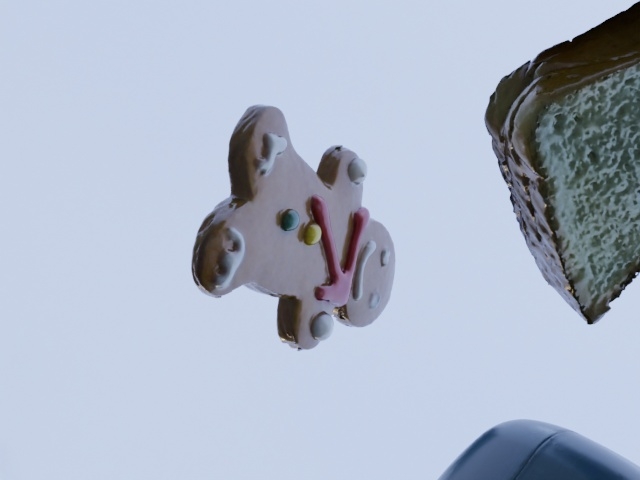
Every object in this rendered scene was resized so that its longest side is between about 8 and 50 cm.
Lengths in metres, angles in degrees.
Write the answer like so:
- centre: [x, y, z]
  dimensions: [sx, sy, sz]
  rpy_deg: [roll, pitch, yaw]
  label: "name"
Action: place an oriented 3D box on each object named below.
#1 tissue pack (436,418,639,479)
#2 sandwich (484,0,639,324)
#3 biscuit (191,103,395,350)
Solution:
- centre: [0.184, 0.257, 0.925]
  dimensions: [0.206, 0.287, 0.198]
  rpy_deg: [25, -103, 45]
  label: "tissue pack"
- centre: [0.225, -0.070, 0.835]
  dimensions: [0.215, 0.065, 0.186]
  rpy_deg: [-28, -54, -6]
  label: "sandwich"
- centre: [0.000, 0.000, 1.281]
  dimensions: [0.047, 0.340, 0.216]
  rpy_deg: [9, -107, 33]
  label: "biscuit"
